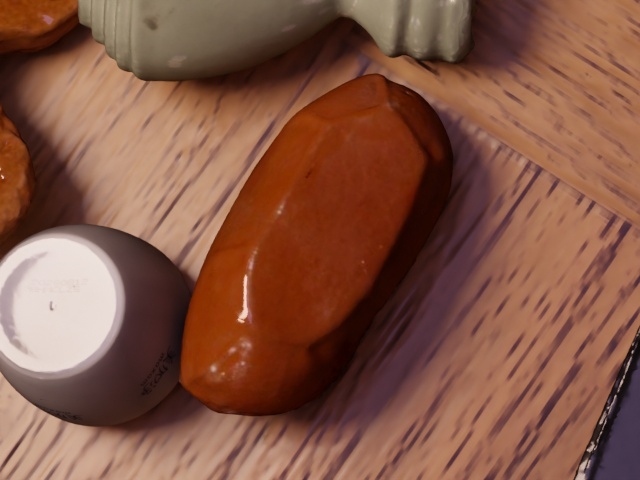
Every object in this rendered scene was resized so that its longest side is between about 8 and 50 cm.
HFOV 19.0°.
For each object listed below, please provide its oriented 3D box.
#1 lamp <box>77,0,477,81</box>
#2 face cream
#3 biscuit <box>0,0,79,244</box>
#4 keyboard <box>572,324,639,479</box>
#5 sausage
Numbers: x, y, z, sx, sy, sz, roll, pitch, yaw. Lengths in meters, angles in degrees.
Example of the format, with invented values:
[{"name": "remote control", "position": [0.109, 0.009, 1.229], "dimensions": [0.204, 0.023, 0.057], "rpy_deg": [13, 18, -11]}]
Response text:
[{"name": "lamp", "position": [-0.022, -0.119, 0.879], "dimensions": [0.193, 0.106, 0.106], "rpy_deg": [7, 80, 2]}, {"name": "face cream", "position": [-0.106, 0.037, 0.860], "dimensions": [0.091, 0.095, 0.091], "rpy_deg": [-2, 79, 10]}, {"name": "biscuit", "position": [-0.183, -0.092, 0.905], "dimensions": [0.186, 0.036, 0.192], "rpy_deg": [37, 64, 9]}, {"name": "keyboard", "position": [0.134, 0.156, 0.835], "dimensions": [0.087, 0.017, 0.250], "rpy_deg": [20, 83, 12]}, {"name": "sausage", "position": [0.000, 0.000, 0.856], "dimensions": [0.089, 0.089, 0.179], "rpy_deg": [25, 75, 14]}]
